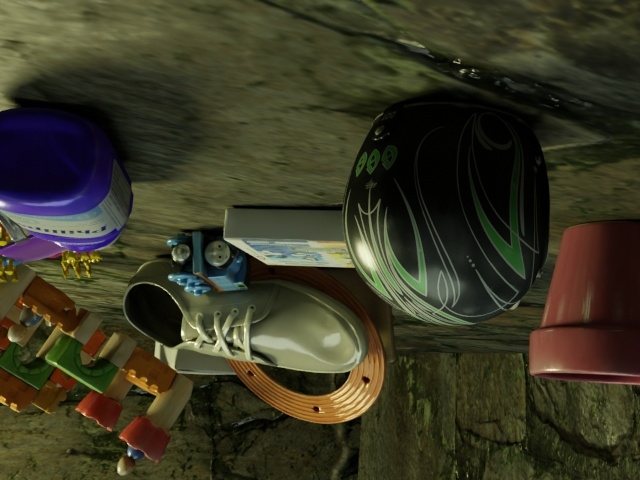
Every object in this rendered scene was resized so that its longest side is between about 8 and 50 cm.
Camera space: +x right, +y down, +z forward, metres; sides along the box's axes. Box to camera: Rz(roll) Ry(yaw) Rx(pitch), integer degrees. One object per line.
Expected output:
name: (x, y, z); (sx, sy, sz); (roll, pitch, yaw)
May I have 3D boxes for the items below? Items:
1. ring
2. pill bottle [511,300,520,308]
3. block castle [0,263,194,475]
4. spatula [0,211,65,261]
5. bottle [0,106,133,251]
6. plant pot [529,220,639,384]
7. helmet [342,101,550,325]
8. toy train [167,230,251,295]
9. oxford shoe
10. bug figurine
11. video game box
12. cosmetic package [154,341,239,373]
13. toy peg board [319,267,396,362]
ring: (-0.039, 0.171, 1.425); (0.337, 0.336, 0.032); (-3, -156, 32)
pill bottle: (0.247, 0.070, 1.292); (0.120, 0.067, 0.067); (5, 169, -6)
block castle: (-0.483, 0.221, 1.486); (0.453, 0.212, 0.303); (43, 160, -32)
spatula: (-0.376, -0.036, 0.954); (0.084, 0.030, 0.296); (-21, 151, 5)
bottle: (-0.246, -0.045, 0.815); (0.118, 0.092, 0.283); (4, 169, -5)
plant pot: (0.355, 0.077, 0.988); (0.202, 0.180, 0.201); (5, 169, 1)
helmet: (0.099, -0.014, 0.661); (0.170, 0.161, 0.169); (4, 169, 1)
toy train: (-0.166, 0.034, 1.252); (0.105, 0.080, 0.184); (-6, 166, 4)
oxford shoe: (-0.138, 0.138, 1.364); (0.450, 0.169, 0.130); (13, -152, 21)
bug figurine: (-0.417, 0.002, 1.183); (0.216, 0.072, 0.279); (1, 166, -18)
video game box: (0.000, 0.000, 1.082); (0.205, 0.048, 0.187); (2, 171, 15)
cosmetic package: (-0.244, 0.177, 1.702); (0.155, 0.196, 0.365); (6, 171, -16)
toy peg board: (0.065, 0.124, 1.441); (0.161, 0.160, 0.079); (-4, -177, 33)
